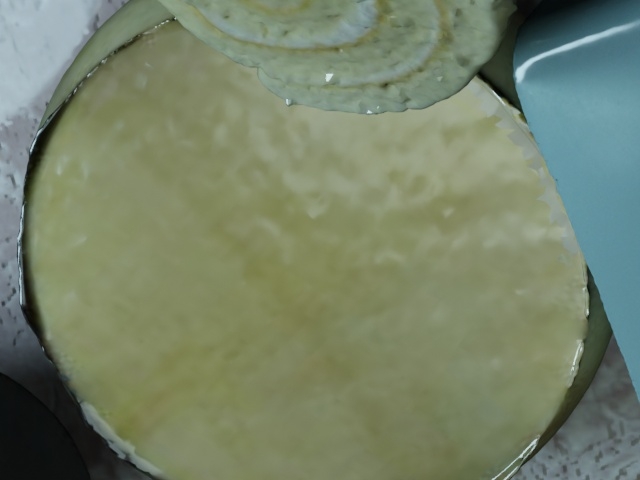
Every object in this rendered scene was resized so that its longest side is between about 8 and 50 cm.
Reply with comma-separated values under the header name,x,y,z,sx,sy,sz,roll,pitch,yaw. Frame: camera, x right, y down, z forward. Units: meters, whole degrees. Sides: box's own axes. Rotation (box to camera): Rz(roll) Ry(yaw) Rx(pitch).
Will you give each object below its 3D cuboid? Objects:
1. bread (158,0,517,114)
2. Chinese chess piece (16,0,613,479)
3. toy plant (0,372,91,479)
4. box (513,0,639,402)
name,x,y,z,sx,sy,sz,roll,pitch,yaw
bread,0.010,-0.140,0.598,0.134,0.141,0.148,-8,144,37
Chinese chess piece,0.000,0.000,0.751,0.257,0.104,0.257,5,114,12
toy plant,-0.295,0.164,0.858,0.400,0.185,0.279,-21,117,38
box,0.174,-0.030,0.668,0.130,0.162,0.227,-13,109,30
